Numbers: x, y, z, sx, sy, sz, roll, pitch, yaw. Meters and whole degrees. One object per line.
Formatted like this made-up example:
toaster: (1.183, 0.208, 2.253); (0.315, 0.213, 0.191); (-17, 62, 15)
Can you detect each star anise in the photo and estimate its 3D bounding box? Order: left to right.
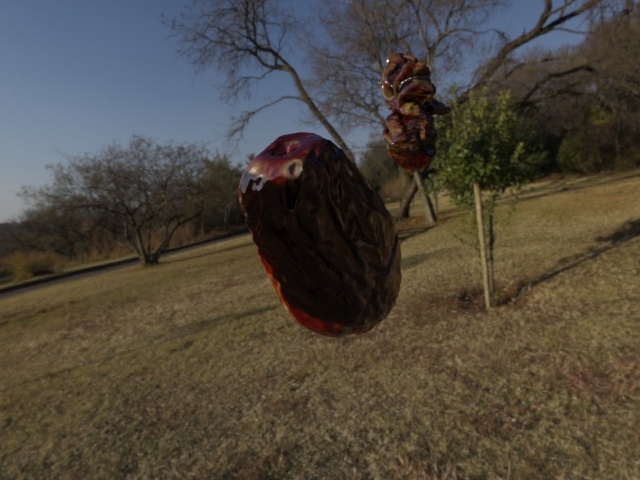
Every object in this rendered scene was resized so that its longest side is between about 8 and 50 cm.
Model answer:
star anise: (0.171, -0.238, 0.768); (0.125, 0.220, 0.190); (-6, -9, 23)

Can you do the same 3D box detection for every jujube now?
jujube: (0.000, 0.000, 0.644); (0.216, 0.342, 0.216); (-14, 42, 13)
